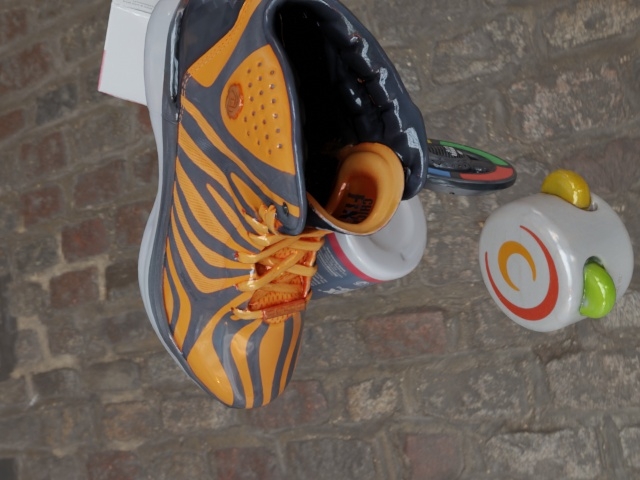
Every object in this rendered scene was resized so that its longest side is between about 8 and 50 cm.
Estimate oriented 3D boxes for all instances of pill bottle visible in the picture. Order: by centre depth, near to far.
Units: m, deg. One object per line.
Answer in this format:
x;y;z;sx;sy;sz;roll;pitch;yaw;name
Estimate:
0.000;0.000;0.601;0.180;0.108;0.107;-20;81;48;pill bottle

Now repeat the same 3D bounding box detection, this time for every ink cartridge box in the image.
-0.245;-0.326;0.908;0.158;0.092;0.217;125;153;-48;ink cartridge box

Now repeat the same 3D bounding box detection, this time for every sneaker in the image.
-0.031;0.000;0.405;0.180;0.125;0.321;27;128;48;sneaker

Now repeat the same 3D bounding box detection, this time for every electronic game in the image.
0.197;-0.125;1.019;0.229;0.229;0.048;19;115;23;electronic game

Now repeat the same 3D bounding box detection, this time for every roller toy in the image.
0.339;0.022;0.925;0.209;0.146;0.191;67;155;15;roller toy
